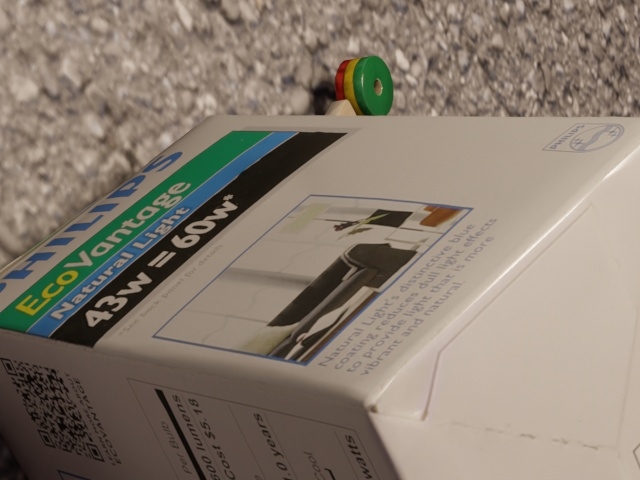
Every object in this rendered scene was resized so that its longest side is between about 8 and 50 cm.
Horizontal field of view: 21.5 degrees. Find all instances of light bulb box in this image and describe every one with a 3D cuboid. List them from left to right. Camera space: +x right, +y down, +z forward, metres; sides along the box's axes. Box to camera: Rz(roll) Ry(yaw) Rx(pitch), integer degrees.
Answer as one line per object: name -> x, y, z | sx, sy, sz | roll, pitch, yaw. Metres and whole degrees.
light bulb box -> 0.040, 0.136, 0.902 | 0.225, 0.361, 0.358 | -40, 118, -31

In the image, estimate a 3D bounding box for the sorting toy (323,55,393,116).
sorting toy -> 0.000, 0.000, 1.174 | 0.132, 0.046, 0.274 | 61, 39, -33
